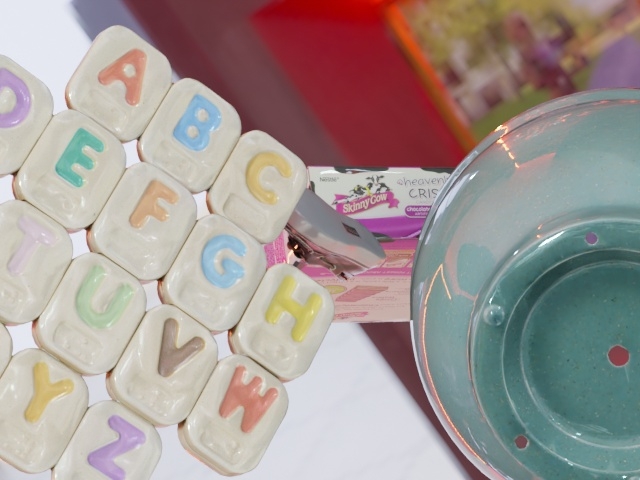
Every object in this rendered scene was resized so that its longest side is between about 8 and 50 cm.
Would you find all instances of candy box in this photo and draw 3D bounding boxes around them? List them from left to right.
[{"bbox_3d":[0.037,0.007,1.739,0.159,0.071,0.233,0,-20,-17],"label":"candy box"}]

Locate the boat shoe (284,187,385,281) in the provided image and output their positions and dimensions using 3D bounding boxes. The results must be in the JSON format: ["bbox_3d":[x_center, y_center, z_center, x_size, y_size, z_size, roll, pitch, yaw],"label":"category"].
[{"bbox_3d":[0.000,0.000,1.424,0.040,0.049,0.142,-37,-29,14],"label":"boat shoe"}]

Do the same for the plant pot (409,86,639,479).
[{"bbox_3d":[0.191,0.056,1.268,0.293,0.293,0.196,-33,2,13],"label":"plant pot"}]

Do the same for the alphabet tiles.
[{"bbox_3d":[-0.126,0.018,1.232,0.021,0.284,0.278,-21,36,60],"label":"alphabet tiles"}]
